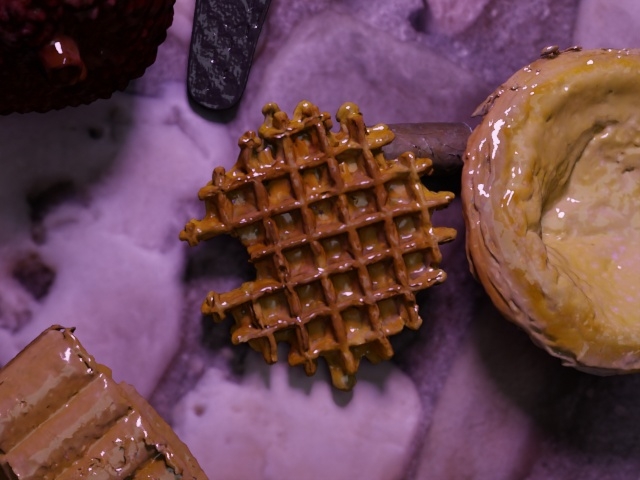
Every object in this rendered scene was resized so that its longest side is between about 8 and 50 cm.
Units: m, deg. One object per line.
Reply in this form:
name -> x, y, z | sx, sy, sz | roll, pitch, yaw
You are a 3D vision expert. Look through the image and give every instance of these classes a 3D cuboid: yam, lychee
yam -> 0.074, -0.080, 1.640 | 0.132, 0.054, 0.054 | -5, 83, -19
lychee -> -0.238, -0.222, 1.464 | 0.260, 0.260, 0.261 | 3, 81, -17

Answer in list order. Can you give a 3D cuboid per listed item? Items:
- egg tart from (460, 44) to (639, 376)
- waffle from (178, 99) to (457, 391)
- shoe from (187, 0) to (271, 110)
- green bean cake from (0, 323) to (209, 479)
egg tart -> 0.259, -0.024, 1.649 | 0.315, 0.120, 0.315 | 2, 82, -16
waffle -> 0.000, 0.000, 1.578 | 0.228, 0.051, 0.232 | 32, 91, -11
shoe -> -0.080, -0.205, 1.616 | 0.071, 0.049, 0.179 | 12, 96, -3
green bean cake -> -0.181, 0.184, 1.428 | 0.131, 0.229, 0.224 | -39, 92, -13
